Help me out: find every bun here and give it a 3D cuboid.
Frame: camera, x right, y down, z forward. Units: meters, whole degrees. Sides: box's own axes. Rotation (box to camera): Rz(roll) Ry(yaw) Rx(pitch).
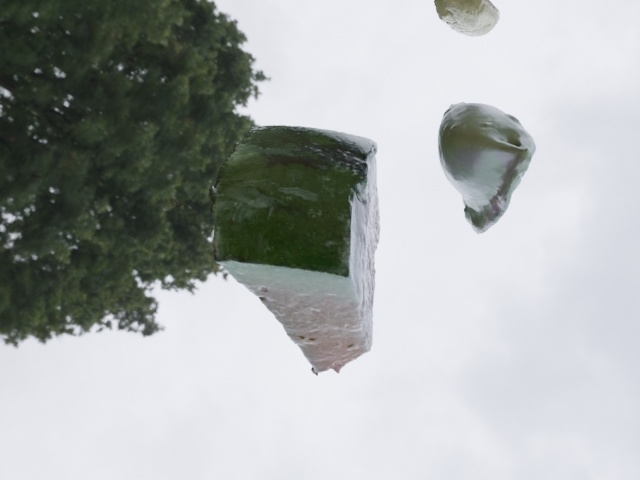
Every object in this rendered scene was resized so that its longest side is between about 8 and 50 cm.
[{"bbox_3d":[0.224,-0.364,0.882,0.069,0.115,0.115,-46,-136,32],"label":"bun"}]

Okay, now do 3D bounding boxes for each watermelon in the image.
[{"bbox_3d":[0.010,-0.008,0.733,0.151,0.302,0.264,-15,-139,23],"label":"watermelon"}]

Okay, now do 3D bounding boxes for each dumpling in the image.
[{"bbox_3d":[0.207,-0.094,0.691,0.105,0.149,0.216,-29,-159,6],"label":"dumpling"}]
